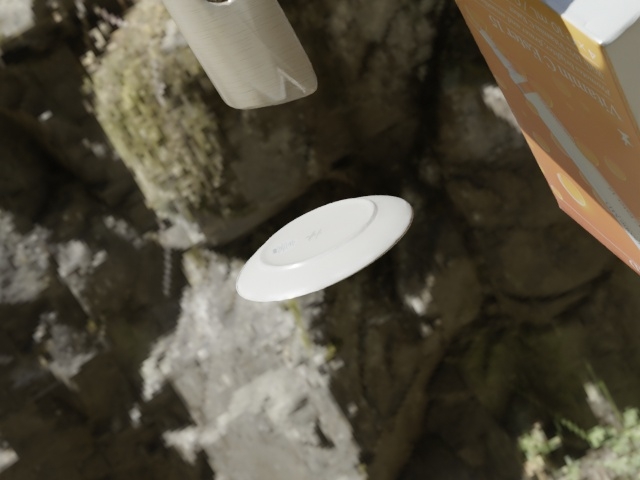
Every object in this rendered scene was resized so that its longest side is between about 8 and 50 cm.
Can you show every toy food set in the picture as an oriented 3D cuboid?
[{"bbox_3d":[-0.083,-0.242,0.826,0.092,0.219,0.306,-26,35,8],"label":"toy food set"}]

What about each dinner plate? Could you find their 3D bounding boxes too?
[{"bbox_3d":[0.000,0.000,0.970,0.141,0.017,0.141,-24,20,9],"label":"dinner plate"}]

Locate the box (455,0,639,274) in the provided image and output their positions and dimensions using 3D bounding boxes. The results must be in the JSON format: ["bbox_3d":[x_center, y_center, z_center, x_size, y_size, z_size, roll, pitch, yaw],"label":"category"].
[{"bbox_3d":[0.242,-0.121,0.943,0.168,0.345,0.215,-40,45,-2],"label":"box"}]
